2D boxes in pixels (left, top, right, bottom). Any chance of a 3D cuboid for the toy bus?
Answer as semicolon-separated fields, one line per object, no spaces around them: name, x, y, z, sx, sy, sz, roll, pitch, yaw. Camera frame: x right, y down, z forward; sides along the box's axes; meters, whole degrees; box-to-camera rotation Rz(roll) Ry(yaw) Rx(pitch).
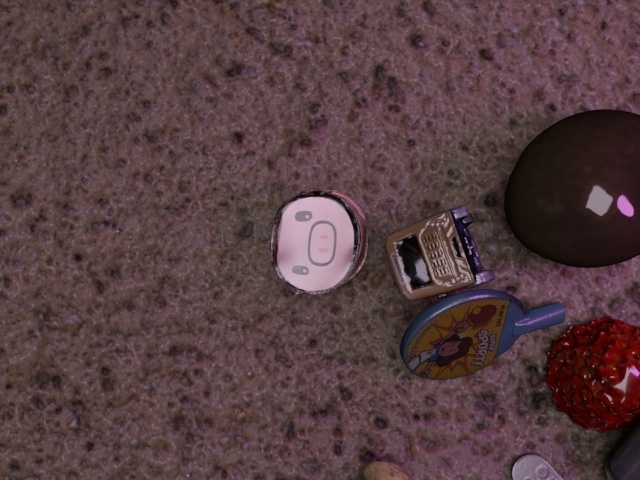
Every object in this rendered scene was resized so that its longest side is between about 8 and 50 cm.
toy bus;0.208;0.033;1.342;0.157;0.289;0.139;-20;84;13

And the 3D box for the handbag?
handbag;0.000;0.000;1.435;0.179;0.116;0.205;3;87;4

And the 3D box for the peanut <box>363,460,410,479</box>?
peanut;0.126;0.535;1.395;0.124;0.123;0.256;1;82;3

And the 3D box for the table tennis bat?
table tennis bat;0.300;0.165;1.394;0.329;0.044;0.215;-10;130;-16

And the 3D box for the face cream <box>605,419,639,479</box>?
face cream;0.578;0.351;1.330;0.073;0.073;0.283;19;130;4

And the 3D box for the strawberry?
strawberry;0.537;0.255;1.365;0.234;0.178;0.234;0;93;4

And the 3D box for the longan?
longan;0.496;-0.094;1.348;0.350;0.288;0.288;-21;85;-10

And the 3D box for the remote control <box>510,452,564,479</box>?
remote control;0.453;0.502;1.425;0.077;0.022;0.245;-42;85;1
